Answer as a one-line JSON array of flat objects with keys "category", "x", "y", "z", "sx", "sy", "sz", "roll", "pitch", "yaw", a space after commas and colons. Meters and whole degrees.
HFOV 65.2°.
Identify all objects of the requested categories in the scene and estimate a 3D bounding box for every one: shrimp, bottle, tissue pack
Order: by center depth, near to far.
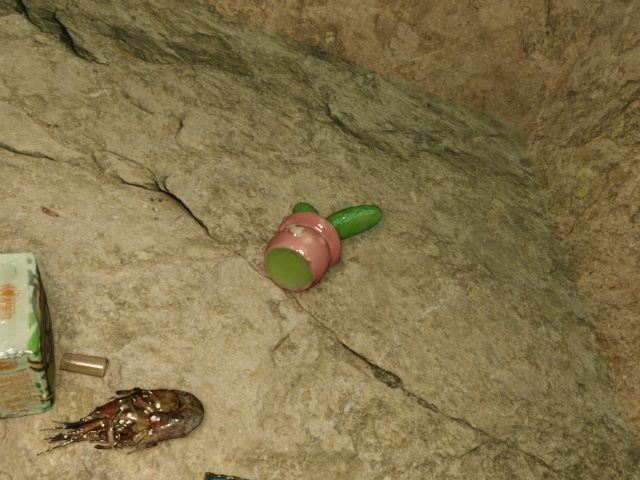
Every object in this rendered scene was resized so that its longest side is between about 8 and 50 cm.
[{"category": "tissue pack", "x": -0.619, "y": 0.198, "z": 1.013, "sx": 0.128, "sy": 0.310, "sz": 0.227, "roll": -4, "pitch": 57, "yaw": -26}, {"category": "shrimp", "x": -0.424, "y": 0.405, "z": 1.093, "sx": 0.344, "sy": 0.116, "sz": 0.145, "roll": -3, "pitch": 42, "yaw": -30}, {"category": "bottle", "x": -0.550, "y": 0.288, "z": 1.164, "sx": 0.097, "sy": 0.045, "sz": 0.045, "roll": 15, "pitch": 49, "yaw": -16}]

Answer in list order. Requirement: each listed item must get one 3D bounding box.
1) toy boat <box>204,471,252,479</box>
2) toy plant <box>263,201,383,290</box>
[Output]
[{"category": "toy boat", "x": -0.178, "y": 0.571, "z": 1.121, "sx": 0.186, "sy": 0.077, "sz": 0.075, "roll": 21, "pitch": 47, "yaw": -12}, {"category": "toy plant", "x": -0.003, "y": -0.001, "z": 1.558, "sx": 0.317, "sy": 0.210, "sz": 0.356, "roll": 3, "pitch": 26, "yaw": 26}]
